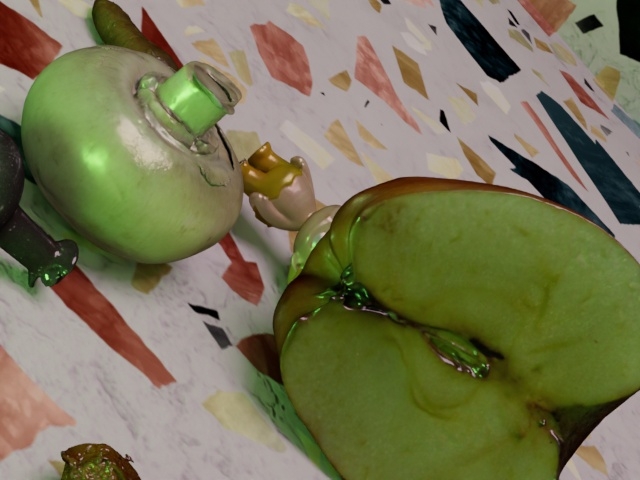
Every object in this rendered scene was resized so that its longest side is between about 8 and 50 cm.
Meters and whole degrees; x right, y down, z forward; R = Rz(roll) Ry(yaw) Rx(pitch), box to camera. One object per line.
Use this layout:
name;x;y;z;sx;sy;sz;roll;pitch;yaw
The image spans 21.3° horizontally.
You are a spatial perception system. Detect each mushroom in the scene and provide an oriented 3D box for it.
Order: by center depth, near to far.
mushroom;-0.169;-0.096;1.678;0.246;0.202;0.246;47;18;-21

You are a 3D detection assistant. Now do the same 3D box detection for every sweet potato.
sweet potato;-0.195;-0.192;1.936;0.067;0.067;0.274;4;45;-55

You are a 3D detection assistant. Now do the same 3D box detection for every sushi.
sushi;-0.173;0.207;1.385;0.118;0.061;0.060;38;15;-21

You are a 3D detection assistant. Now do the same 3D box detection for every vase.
vase;-0.289;-0.023;1.500;0.183;0.120;0.120;47;20;-37

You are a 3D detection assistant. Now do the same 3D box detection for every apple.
apple;0.142;0.107;1.721;0.365;0.295;0.329;30;53;-9

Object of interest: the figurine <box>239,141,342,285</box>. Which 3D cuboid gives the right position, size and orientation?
figurine;0.000;0.000;1.889;0.156;0.131;0.246;-40;88;-30
